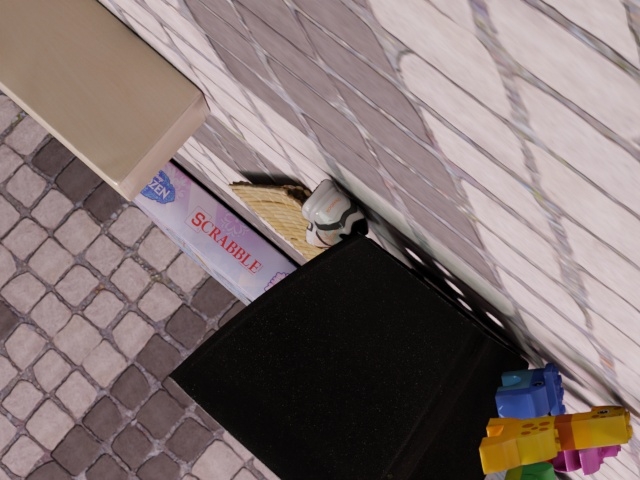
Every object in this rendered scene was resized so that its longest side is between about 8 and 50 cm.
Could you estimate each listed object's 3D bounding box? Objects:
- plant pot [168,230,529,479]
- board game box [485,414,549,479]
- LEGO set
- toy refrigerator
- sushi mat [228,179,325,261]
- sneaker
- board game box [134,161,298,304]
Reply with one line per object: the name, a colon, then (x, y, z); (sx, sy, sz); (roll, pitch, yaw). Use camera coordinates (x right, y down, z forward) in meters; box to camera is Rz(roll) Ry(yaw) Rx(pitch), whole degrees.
plant pot: (0.039, 0.104, 1.358); (0.187, 0.167, 0.188); (39, -177, 25)
board game box: (0.060, 0.233, 1.578); (0.097, 0.303, 0.224); (39, 174, 26)
LEGO set: (0.163, 0.139, 1.252); (0.227, 0.093, 0.087); (-55, -45, -69)
toy refrigerator: (-0.224, -0.160, 1.538); (0.269, 0.102, 0.094); (40, 175, 7)
sushi mat: (0.000, 0.000, 1.663); (0.151, 0.019, 0.316); (44, 174, -10)
sneaker: (0.014, -0.008, 1.384); (0.044, 0.040, 0.109); (38, 175, 14)
board game box: (-0.091, 0.034, 2.357); (0.318, 0.066, 0.318); (39, 175, 21)
